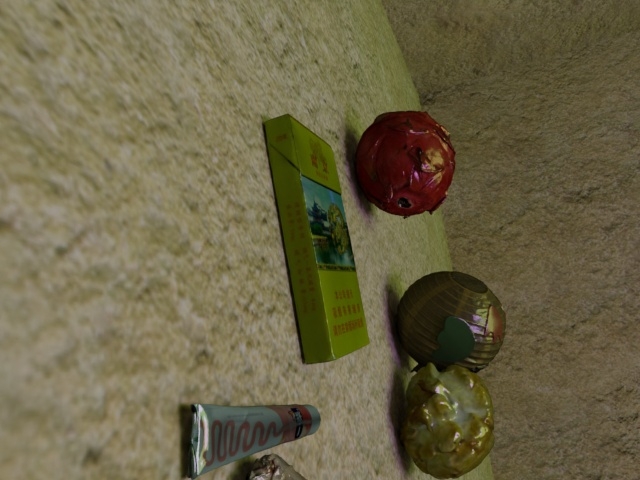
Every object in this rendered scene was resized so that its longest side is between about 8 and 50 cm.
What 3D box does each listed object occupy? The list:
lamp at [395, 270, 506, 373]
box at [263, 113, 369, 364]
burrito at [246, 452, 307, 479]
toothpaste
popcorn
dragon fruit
[{"bbox_3d":[0.287,0.211,1.174,0.250,0.250,0.284,-47,160,-68],"label":"lamp"},{"bbox_3d":[0.000,0.000,0.749,0.187,0.047,0.334,11,67,-69],"label":"box"},{"bbox_3d":[-0.025,0.263,0.507,0.058,0.045,0.188,-93,158,-46],"label":"burrito"},{"bbox_3d":[-0.058,0.180,0.486,0.205,0.036,0.056,27,54,-61],"label":"toothpaste"},{"bbox_3d":[0.253,0.363,1.023,0.221,0.184,0.204,-69,180,-50],"label":"popcorn"},{"bbox_3d":[0.191,-0.174,1.138,0.241,0.241,0.252,26,65,-66],"label":"dragon fruit"}]
